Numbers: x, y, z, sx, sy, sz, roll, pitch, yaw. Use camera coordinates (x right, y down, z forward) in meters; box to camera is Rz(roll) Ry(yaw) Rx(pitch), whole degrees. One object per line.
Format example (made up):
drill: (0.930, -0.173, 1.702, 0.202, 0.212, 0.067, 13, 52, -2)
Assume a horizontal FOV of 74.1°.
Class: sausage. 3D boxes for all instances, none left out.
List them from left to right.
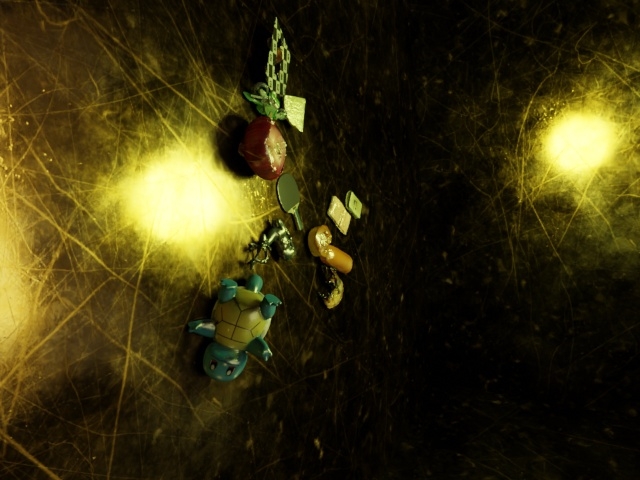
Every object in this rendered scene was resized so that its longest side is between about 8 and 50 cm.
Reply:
sausage: (0.085, 0.099, 2.211, 0.274, 0.105, 0.105, 30, 65, -55)

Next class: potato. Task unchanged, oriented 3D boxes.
potato: (-0.138, -0.562, 1.875, 0.120, 0.081, 0.149, -1, 100, -41)

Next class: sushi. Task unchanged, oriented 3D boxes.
sushi: (-0.197, -0.729, 1.781, 0.264, 0.050, 0.290, 53, 42, -74)

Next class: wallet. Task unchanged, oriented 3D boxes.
wallet: (0.188, -0.201, 2.437, 0.155, 0.039, 0.110, 42, 52, -52)

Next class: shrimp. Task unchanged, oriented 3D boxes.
shrimp: (0.048, 0.248, 2.192, 0.289, 0.075, 0.178, 67, 39, -55)

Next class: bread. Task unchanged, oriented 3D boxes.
bread: (-0.006, -0.004, 2.068, 0.125, 0.086, 0.156, 47, 48, -42)

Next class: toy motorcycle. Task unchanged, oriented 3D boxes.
toy motorcycle: (-0.217, -0.545, 1.703, 0.190, 0.106, 0.074, 46, 28, -44)

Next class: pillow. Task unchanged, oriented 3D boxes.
pillow: (0.105, -0.134, 2.301, 0.232, 0.043, 0.126, 48, 56, -52)

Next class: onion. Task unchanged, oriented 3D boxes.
onion: (-0.218, -0.356, 1.645, 0.248, 0.161, 0.248, -36, 130, -57)

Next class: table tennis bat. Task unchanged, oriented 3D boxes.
table tennis bat: (-0.131, -0.172, 1.926, 0.154, 0.021, 0.274, -46, 127, -48)

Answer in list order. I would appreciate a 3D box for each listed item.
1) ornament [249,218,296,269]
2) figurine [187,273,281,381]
ornament: (-0.204, 0.051, 1.754, 0.236, 0.080, 0.202, -54, 131, -48)
figurine: (-0.295, 0.276, 1.500, 0.297, 0.243, 0.417, 23, 59, -10)
